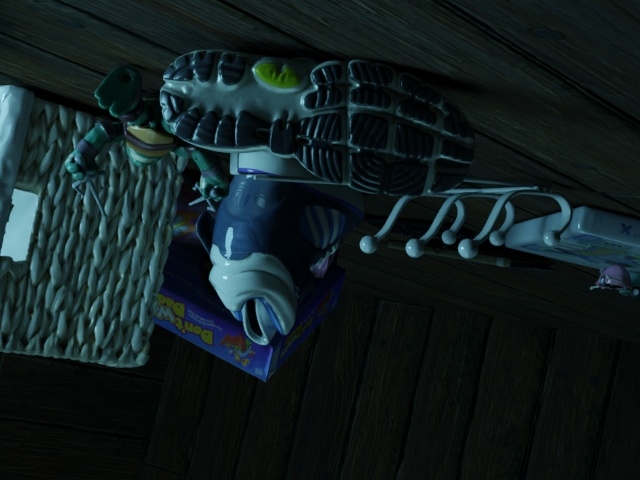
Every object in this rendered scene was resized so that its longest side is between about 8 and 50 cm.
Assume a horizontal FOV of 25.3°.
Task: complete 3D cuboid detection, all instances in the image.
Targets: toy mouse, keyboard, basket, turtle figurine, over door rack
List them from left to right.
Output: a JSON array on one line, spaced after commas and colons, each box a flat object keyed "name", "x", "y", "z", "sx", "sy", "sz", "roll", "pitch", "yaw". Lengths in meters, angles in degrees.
[{"name": "basket", "x": -0.382, "y": -0.011, "z": 1.862, "sx": 0.266, "sy": 0.328, "sz": 0.331, "roll": 14, "pitch": 175, "yaw": -34}, {"name": "turtle figurine", "x": -0.182, "y": -0.105, "z": 1.509, "sx": 0.175, "sy": 0.118, "sz": 0.234, "roll": -1, "pitch": 162, "yaw": -11}, {"name": "over door rack", "x": 0.077, "y": -0.044, "z": 1.569, "sx": 0.324, "sy": 0.108, "sz": 0.239, "roll": 16, "pitch": 173, "yaw": -26}, {"name": "keyboard", "x": 0.156, "y": -0.006, "z": 2.178, "sx": 0.100, "sy": 0.038, "sz": 0.192, "roll": 17, "pitch": 174, "yaw": -38}, {"name": "toy mouse", "x": 0.405, "y": 0.055, "z": 1.849, "sx": 0.161, "sy": 0.031, "sz": 0.143, "roll": 16, "pitch": 174, "yaw": -32}]

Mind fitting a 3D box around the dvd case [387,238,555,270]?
[{"name": "dvd case", "x": 0.242, "y": 0.024, "z": 2.274, "sx": 0.221, "sy": 0.018, "sz": 0.164, "roll": 9, "pitch": -179, "yaw": 34}]

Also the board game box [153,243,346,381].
[{"name": "board game box", "x": -0.169, "y": 0.056, "z": 2.245, "sx": 0.347, "sy": 0.078, "sz": 0.233, "roll": 27, "pitch": -141, "yaw": 17}]

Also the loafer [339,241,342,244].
[{"name": "loafer", "x": 0.000, "y": 0.000, "z": 2.374, "sx": 0.078, "sy": 0.080, "sz": 0.220, "roll": 12, "pitch": 175, "yaw": 11}]

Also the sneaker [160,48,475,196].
[{"name": "sneaker", "x": 0.003, "y": -0.114, "z": 1.209, "sx": 0.275, "sy": 0.107, "sz": 0.110, "roll": 16, "pitch": -165, "yaw": 13}]

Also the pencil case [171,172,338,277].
[{"name": "pencil case", "x": -0.107, "y": -0.025, "z": 2.197, "sx": 0.284, "sy": 0.124, "sz": 0.124, "roll": 12, "pitch": 175, "yaw": 1}]

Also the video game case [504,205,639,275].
[{"name": "video game case", "x": 0.417, "y": 0.019, "z": 1.797, "sx": 0.299, "sy": 0.036, "sz": 0.329, "roll": 13, "pitch": 175, "yaw": -7}]

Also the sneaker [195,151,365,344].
[{"name": "sneaker", "x": -0.051, "y": 0.023, "z": 1.875, "sx": 0.130, "sy": 0.236, "sz": 0.323, "roll": 11, "pitch": 174, "yaw": 22}]
